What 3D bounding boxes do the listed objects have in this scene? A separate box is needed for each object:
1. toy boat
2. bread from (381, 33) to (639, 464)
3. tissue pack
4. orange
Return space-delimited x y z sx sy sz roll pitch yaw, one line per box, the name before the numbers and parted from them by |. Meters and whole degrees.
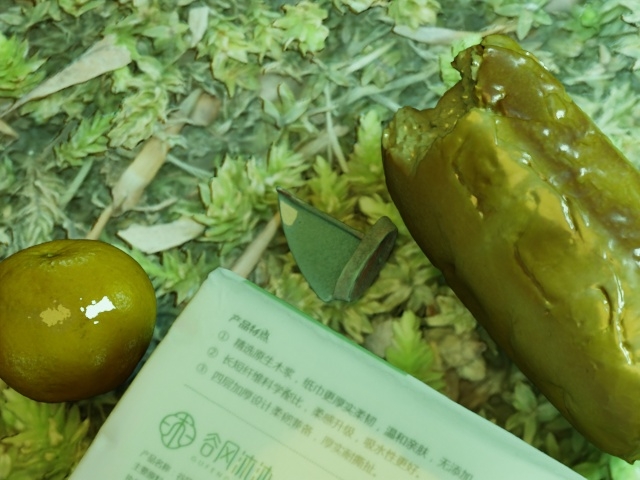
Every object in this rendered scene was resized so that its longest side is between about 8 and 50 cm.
toy boat | 0.000 0.000 1.125 0.122 0.034 0.096 28 77 28
bread | 0.180 0.009 0.998 0.149 0.195 0.344 -29 66 -22
tissue pack | 0.008 0.225 0.947 0.356 0.194 0.266 30 78 18
orange | -0.219 0.072 1.077 0.159 0.159 0.136 -5 109 9
